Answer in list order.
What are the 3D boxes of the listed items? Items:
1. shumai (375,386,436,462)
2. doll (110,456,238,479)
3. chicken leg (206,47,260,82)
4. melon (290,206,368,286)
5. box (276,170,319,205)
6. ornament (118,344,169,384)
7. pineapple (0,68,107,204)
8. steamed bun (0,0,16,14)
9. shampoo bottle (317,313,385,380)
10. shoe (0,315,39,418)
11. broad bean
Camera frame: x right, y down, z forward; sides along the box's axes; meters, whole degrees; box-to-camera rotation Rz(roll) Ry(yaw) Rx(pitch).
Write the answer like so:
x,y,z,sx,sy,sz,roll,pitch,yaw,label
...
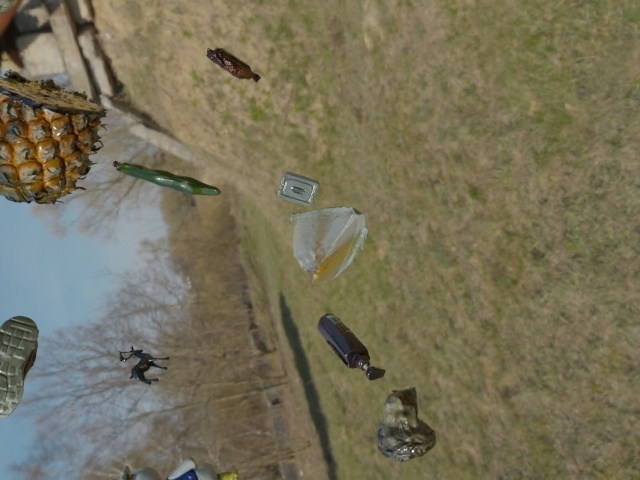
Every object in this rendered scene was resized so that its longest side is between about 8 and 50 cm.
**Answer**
x,y,z,sx,sy,sz,roll,pitch,yaw,label
0.220,0.497,1.690,0.206,0.167,0.175,172,80,-79,shumai
-0.322,0.534,1.305,0.119,0.294,0.138,-170,81,-77,doll
-0.254,-0.526,1.851,0.048,0.219,0.089,-49,46,22,chicken leg
-0.001,-0.004,1.089,0.140,0.093,0.202,38,139,14,melon
-0.072,-0.170,1.960,0.062,0.122,0.089,-101,29,-69,box
-0.382,0.260,1.287,0.073,0.125,0.028,-55,-34,-37,ornament
-0.750,-0.267,1.613,0.300,0.353,0.352,-63,26,22,pineapple
-0.644,-0.409,0.920,0.289,0.276,0.203,6,118,42,steamed bun
0.071,0.264,1.511,0.236,0.068,0.067,43,146,53,shampoo bottle
-0.704,0.285,1.384,0.125,0.100,0.227,-25,49,63,shoe
-0.396,-0.157,1.562,0.060,0.298,0.043,74,-148,-88,broad bean
